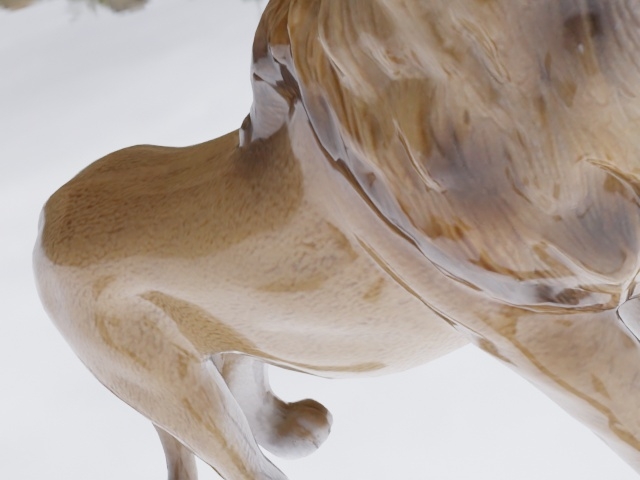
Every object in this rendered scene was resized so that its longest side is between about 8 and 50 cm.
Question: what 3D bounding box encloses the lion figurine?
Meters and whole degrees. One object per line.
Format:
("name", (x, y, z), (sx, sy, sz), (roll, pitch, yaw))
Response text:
("lion figurine", (0.000, 0.000, 0.459), (0.392, 0.240, 0.142), (-27, -151, 36))
